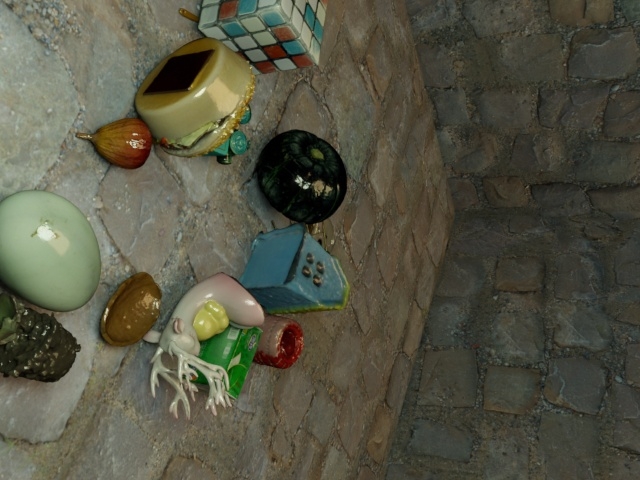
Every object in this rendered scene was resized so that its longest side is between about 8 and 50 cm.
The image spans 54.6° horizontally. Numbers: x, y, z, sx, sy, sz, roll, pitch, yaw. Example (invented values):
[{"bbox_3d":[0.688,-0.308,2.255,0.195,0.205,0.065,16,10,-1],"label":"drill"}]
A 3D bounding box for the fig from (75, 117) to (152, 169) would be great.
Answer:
[{"bbox_3d":[-0.434,-0.210,1.349,0.153,0.119,0.119,-15,107,-61],"label":"fig"}]

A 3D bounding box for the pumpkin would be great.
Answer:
[{"bbox_3d":[-0.062,-0.187,1.933,0.315,0.238,0.315,32,32,-23],"label":"pumpkin"}]

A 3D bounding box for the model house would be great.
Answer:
[{"bbox_3d":[-0.066,0.127,1.913,0.303,0.237,0.216,46,50,-34],"label":"model house"}]

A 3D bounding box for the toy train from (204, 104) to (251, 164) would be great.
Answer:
[{"bbox_3d":[-0.275,-0.312,1.658,0.163,0.112,0.203,14,78,-57],"label":"toy train"}]

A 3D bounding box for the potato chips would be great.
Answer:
[{"bbox_3d":[-0.445,0.161,1.443,0.202,0.049,0.150,-55,144,-45],"label":"potato chips"}]

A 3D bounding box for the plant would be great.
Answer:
[{"bbox_3d":[-0.549,0.185,1.143,0.203,0.131,0.142,45,63,-58],"label":"plant"}]

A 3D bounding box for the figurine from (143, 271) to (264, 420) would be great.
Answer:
[{"bbox_3d":[-0.283,0.264,1.533,0.315,0.206,0.284,-34,97,-34],"label":"figurine"}]

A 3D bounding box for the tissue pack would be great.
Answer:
[{"bbox_3d":[-0.259,0.331,1.722,0.156,0.148,0.209,54,46,-49],"label":"tissue pack"}]

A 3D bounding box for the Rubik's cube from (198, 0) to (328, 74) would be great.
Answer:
[{"bbox_3d":[-0.148,-0.632,1.690,0.256,0.253,0.259,39,52,-59],"label":"Rubik's cube"}]

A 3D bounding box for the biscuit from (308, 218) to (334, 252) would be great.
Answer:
[{"bbox_3d":[0.000,0.000,2.310,0.181,0.049,0.208,39,57,-57],"label":"biscuit"}]

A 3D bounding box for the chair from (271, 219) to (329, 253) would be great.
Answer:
[{"bbox_3d":[-0.050,0.059,2.106,0.160,0.170,0.326,-38,120,-57],"label":"chair"}]

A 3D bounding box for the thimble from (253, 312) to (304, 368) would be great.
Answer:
[{"bbox_3d":[-0.146,0.321,1.974,0.189,0.125,0.163,33,66,-60],"label":"thimble"}]

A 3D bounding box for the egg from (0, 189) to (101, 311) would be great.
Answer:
[{"bbox_3d":[-0.508,0.026,1.156,0.183,0.182,0.264,-60,149,-42],"label":"egg"}]

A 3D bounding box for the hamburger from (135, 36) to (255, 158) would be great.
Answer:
[{"bbox_3d":[-0.288,-0.331,1.450,0.170,0.302,0.302,51,49,-43],"label":"hamburger"}]

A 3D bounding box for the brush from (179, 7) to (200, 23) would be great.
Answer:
[{"bbox_3d":[-0.318,-0.583,1.646,0.170,0.014,0.043,1,90,-63],"label":"brush"}]
